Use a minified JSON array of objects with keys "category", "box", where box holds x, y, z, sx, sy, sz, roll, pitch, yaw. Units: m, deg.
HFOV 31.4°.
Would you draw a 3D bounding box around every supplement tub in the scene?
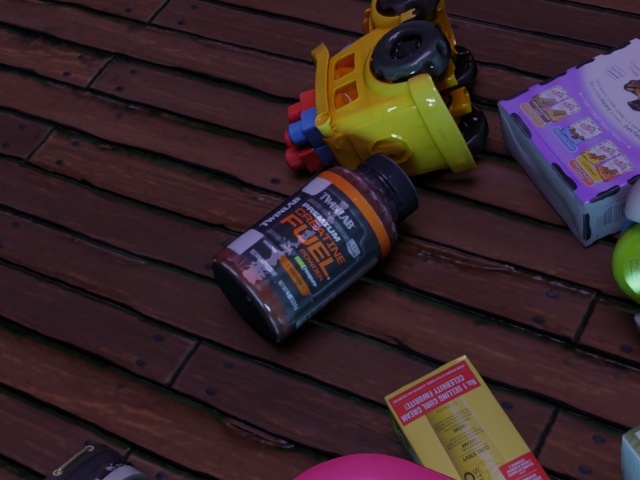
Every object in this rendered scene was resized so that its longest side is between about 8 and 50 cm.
[{"category":"supplement tub","box":[0.000,0.000,1.087,0.198,0.106,0.106,-39,53,-17]}]

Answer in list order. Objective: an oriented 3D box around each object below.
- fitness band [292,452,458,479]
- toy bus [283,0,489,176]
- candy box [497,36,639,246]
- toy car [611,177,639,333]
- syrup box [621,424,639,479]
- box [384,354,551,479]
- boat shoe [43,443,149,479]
[{"category":"fitness band","box":[0.066,0.276,0.840,0.291,0.054,0.209,18,71,36]},{"category":"toy bus","box":[0.053,-0.159,1.195,0.212,0.149,0.220,-18,46,20]},{"category":"candy box","box":[0.303,-0.106,1.122,0.196,0.070,0.164,-25,50,-6]},{"category":"toy car","box":[0.341,0.004,0.992,0.182,0.159,0.136,-9,16,7]},{"category":"syrup box","box":[0.325,0.229,0.827,0.093,0.096,0.237,-27,51,-6]},{"category":"box","box":[0.142,0.206,0.915,0.087,0.058,0.232,-26,50,-5]},{"category":"boat shoe","box":[-0.249,0.262,0.957,0.228,0.081,0.069,-38,50,-26]}]
